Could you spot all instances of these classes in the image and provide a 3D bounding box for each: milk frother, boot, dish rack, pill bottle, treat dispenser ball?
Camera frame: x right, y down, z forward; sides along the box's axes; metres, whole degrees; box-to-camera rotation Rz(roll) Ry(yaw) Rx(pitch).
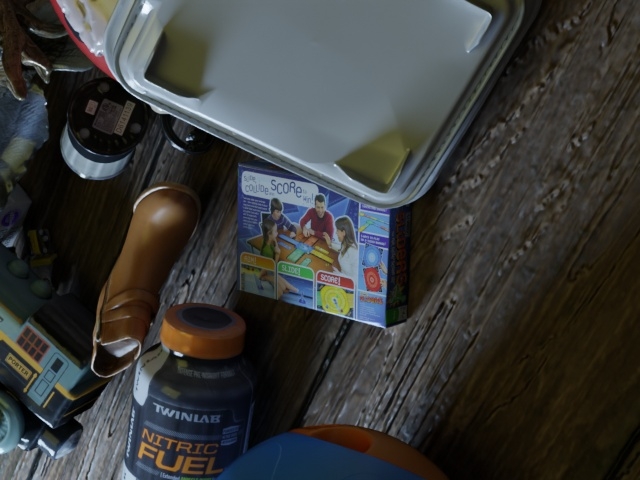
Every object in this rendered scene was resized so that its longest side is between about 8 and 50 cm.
[{"bbox_3d":[-0.195,-0.115,1.685,0.143,0.129,0.135,40,166,-4],"label":"milk frother"},{"bbox_3d":[-0.186,0.044,1.668,0.073,0.152,0.197,20,135,-11],"label":"boot"},{"bbox_3d":[-0.003,-0.179,1.366,0.333,0.072,0.285,25,118,-10],"label":"dish rack"},{"bbox_3d":[-0.138,0.192,1.668,0.130,0.130,0.245,24,114,36],"label":"pill bottle"},{"bbox_3d":[0.011,0.313,1.452,0.288,0.288,0.288,10,106,40],"label":"treat dispenser ball"}]

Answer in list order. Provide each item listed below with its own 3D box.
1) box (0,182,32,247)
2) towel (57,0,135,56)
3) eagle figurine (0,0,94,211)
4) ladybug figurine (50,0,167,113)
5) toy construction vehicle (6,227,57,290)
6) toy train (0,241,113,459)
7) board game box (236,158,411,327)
[{"bbox_3d":[-0.451,0.053,1.963,0.067,0.063,0.324,46,126,24],"label":"box"},{"bbox_3d":[-0.169,-0.384,1.400,0.317,0.053,0.332,-34,87,19],"label":"towel"},{"bbox_3d":[-0.399,-0.170,1.744,0.225,0.226,0.298,33,134,-8],"label":"eagle figurine"},{"bbox_3d":[-0.167,-0.346,1.526,0.305,0.162,0.449,-2,98,26],"label":"ladybug figurine"},{"bbox_3d":[-0.347,0.036,1.893,0.086,0.035,0.098,-10,95,32],"label":"toy construction vehicle"},{"bbox_3d":[-0.383,0.100,1.827,0.334,0.142,0.190,41,111,11],"label":"toy train"},{"bbox_3d":[0.000,0.000,1.568,0.201,0.035,0.136,13,108,39],"label":"board game box"}]
